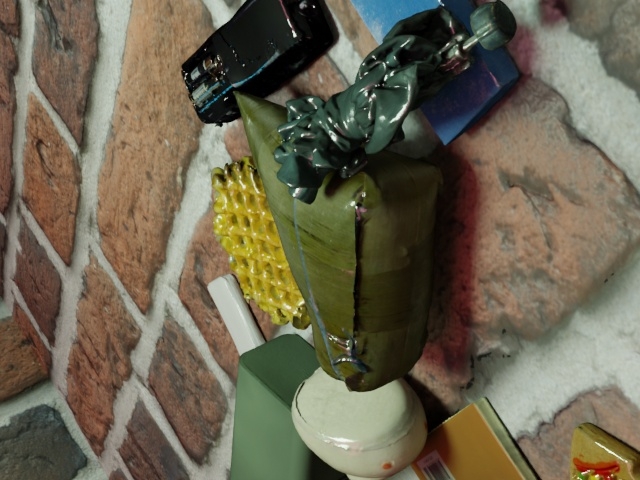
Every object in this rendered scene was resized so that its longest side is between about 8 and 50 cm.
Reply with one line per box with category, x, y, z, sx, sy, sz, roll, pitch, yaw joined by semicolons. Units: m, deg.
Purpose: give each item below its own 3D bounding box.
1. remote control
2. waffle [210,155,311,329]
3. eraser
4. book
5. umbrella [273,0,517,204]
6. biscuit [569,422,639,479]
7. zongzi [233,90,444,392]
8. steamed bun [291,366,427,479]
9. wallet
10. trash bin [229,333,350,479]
remote control;-0.115;-0.281;1.514;0.399;0.062;0.144;-25;89;59
waffle;-0.079;0.009;1.667;0.329;0.062;0.329;33;136;40
eraser;0.109;-0.278;1.192;0.311;0.043;0.144;59;149;10
book;0.275;0.430;1.461;0.373;0.028;0.262;57;148;14
umbrella;0.070;-0.168;1.135;0.349;0.094;0.143;-29;61;42
biscuit;0.377;0.334;1.226;0.238;0.041;0.212;59;151;9
zongzi;0.000;0.000;1.419;0.393;0.174;0.355;31;131;43
steamed bun;0.066;0.283;1.535;0.228;0.177;0.130;20;140;45
wallet;-0.155;0.156;1.918;0.190;0.033;0.095;64;151;3
trash bin;-0.049;0.366;1.786;0.223;0.158;0.343;37;139;38
